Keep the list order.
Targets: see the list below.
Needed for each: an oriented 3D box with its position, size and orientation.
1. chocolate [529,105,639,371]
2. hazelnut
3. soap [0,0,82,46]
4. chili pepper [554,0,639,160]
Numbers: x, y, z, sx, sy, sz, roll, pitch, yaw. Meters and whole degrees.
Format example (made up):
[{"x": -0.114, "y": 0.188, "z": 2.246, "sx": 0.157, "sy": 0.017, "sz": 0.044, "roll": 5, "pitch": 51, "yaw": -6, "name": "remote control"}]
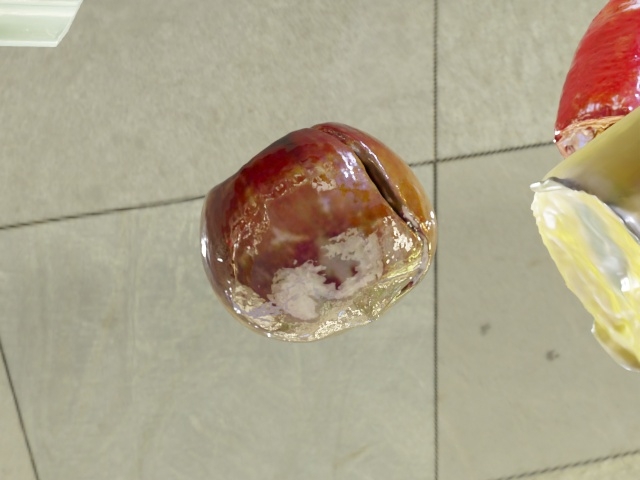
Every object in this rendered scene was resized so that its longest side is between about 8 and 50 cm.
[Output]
[{"x": 0.347, "y": -0.089, "z": 0.644, "sx": 0.445, "sy": 0.162, "sz": 0.162, "roll": -36, "pitch": 123, "yaw": -11, "name": "chocolate"}, {"x": 0.000, "y": 0.000, "z": 1.011, "sx": 0.233, "sy": 0.218, "sz": 0.218, "roll": -33, "pitch": 122, "yaw": 4, "name": "hazelnut"}, {"x": -0.383, "y": -0.278, "z": 0.963, "sx": 0.289, "sy": 0.173, "sz": 0.095, "roll": -7, "pitch": 151, "yaw": -38, "name": "soap"}, {"x": 0.349, "y": -0.206, "z": 1.055, "sx": 0.131, "sy": 0.338, "sz": 0.134, "roll": 40, "pitch": 144, "yaw": -12, "name": "chili pepper"}]
